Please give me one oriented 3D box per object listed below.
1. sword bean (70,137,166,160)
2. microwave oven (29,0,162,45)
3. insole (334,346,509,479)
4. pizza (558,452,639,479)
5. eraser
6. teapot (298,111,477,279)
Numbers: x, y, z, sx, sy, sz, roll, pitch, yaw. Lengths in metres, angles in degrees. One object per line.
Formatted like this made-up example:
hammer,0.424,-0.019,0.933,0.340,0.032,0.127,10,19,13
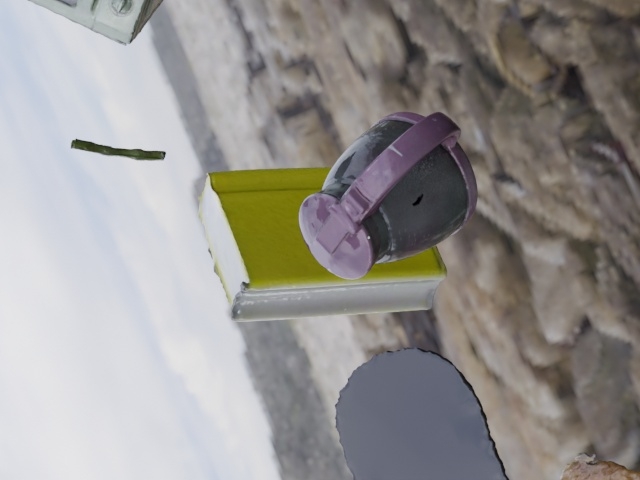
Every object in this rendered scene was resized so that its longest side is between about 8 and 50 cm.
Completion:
sword bean,-0.166,-0.073,1.229,0.012,0.083,0.012,-27,60,60
microwave oven,-0.236,-0.287,1.390,0.163,0.205,0.129,-70,5,-63
insole,0.068,0.149,0.568,0.232,0.080,0.003,64,-168,14
pizza,0.191,0.201,0.922,0.062,0.161,0.182,40,-149,-21
eraser,0.000,0.000,1.479,0.069,0.226,0.158,111,147,-42
teapot,0.060,-0.032,1.223,0.148,0.146,0.116,-11,111,52
